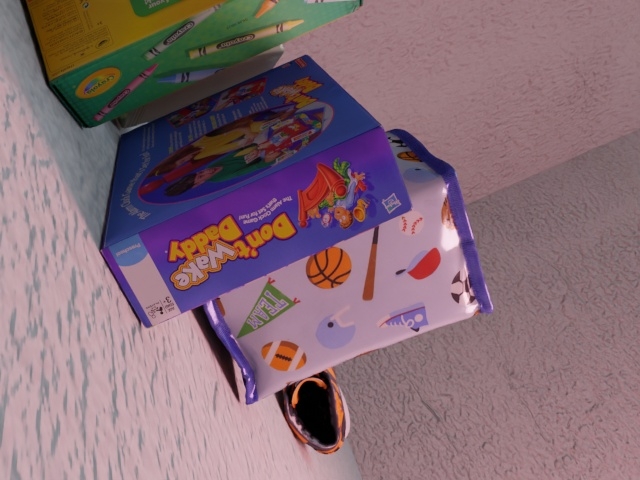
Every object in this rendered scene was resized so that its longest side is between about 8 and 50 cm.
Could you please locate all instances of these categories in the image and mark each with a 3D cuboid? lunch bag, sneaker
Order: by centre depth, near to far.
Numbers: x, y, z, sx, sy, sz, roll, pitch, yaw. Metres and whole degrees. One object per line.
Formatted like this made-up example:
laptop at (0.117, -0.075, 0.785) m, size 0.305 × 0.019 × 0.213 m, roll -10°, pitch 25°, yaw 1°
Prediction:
lunch bag at (0.000, 0.000, 1.087) m, size 0.385 × 0.328 × 0.239 m, roll -120°, pitch -169°, yaw -64°
sneaker at (-0.026, 0.209, 1.413) m, size 0.180 × 0.124 × 0.321 m, roll 77°, pitch -11°, yaw -79°

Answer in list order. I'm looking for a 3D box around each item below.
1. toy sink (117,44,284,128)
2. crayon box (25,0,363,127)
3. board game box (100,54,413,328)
toy sink at (-0.188, -0.227, 0.926) m, size 0.153 × 0.234 × 0.131 m, roll 65°, pitch -31°, yaw 10°
crayon box at (-0.122, -0.236, 0.742) m, size 0.081 × 0.278 × 0.165 m, roll 67°, pitch -1°, yaw -65°
board game box at (-0.076, -0.071, 0.786) m, size 0.347 × 0.233 × 0.078 m, roll -115°, pitch -178°, yaw -66°
